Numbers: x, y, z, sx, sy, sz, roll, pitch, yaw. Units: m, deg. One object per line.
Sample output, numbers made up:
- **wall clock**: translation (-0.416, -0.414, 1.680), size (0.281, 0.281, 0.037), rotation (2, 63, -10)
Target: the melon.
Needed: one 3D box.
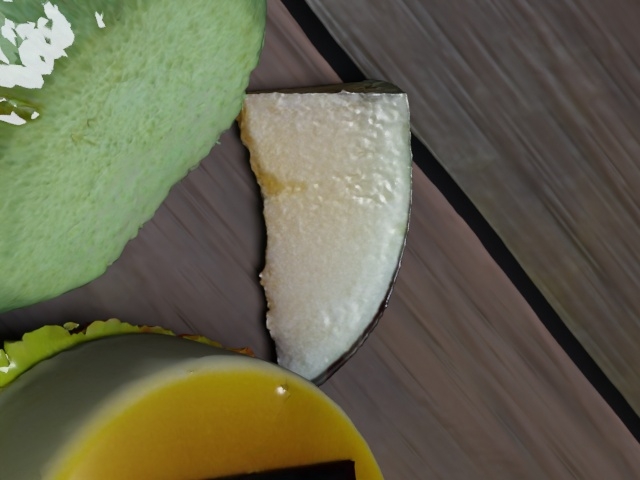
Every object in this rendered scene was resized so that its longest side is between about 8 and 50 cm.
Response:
- **melon**: translation (0.007, -0.003, 1.050), size (0.098, 0.054, 0.182), rotation (-9, 101, -9)

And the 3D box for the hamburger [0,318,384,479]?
- **hamburger**: translation (-0.091, 0.185, 0.963), size (0.276, 0.179, 0.294), rotation (-7, 84, -39)

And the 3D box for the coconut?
- **coconut**: translation (-0.201, -0.124, 0.853), size (0.281, 0.328, 0.328), rotation (-1, 103, -58)
